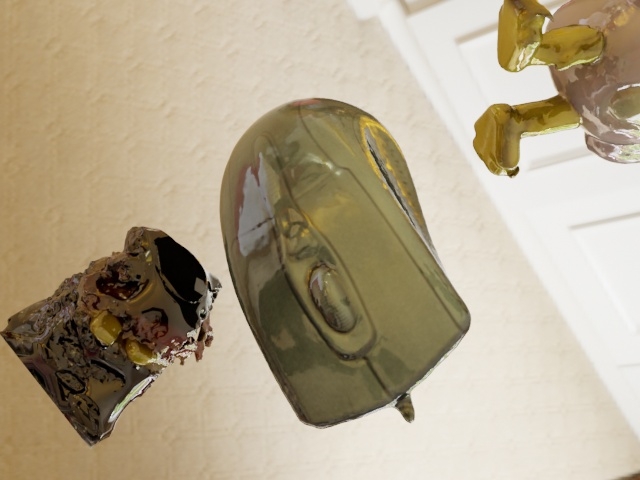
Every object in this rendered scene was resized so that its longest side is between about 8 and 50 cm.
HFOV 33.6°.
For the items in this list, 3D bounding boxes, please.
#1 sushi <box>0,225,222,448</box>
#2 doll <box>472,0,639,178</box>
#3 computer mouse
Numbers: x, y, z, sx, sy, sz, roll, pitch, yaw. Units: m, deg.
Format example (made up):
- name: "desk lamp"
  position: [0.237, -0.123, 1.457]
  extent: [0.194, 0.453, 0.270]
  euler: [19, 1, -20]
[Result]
- name: "sushi"
  position: [-0.179, 0.071, 1.037]
  extent: [0.153, 0.150, 0.172]
  euler: [50, 32, 7]
- name: "doll"
  position: [0.275, -0.114, 0.644]
  extent: [0.365, 0.160, 0.094]
  euler: [-3, 46, -8]
- name: "computer mouse"
  position: [0.000, 0.000, 0.946]
  extent: [0.122, 0.188, 0.371]
  euler: [33, 26, -50]
